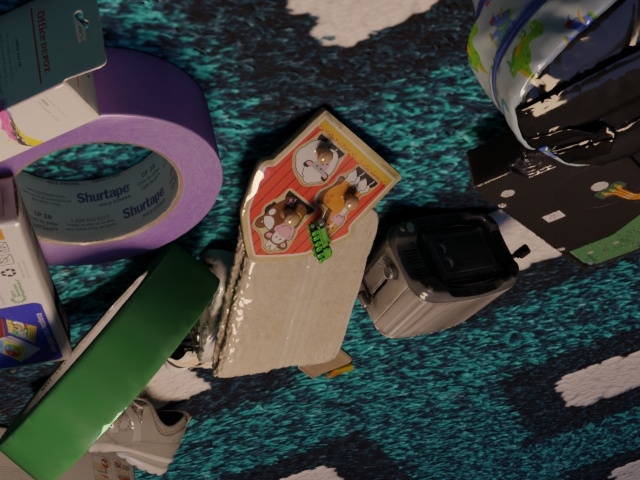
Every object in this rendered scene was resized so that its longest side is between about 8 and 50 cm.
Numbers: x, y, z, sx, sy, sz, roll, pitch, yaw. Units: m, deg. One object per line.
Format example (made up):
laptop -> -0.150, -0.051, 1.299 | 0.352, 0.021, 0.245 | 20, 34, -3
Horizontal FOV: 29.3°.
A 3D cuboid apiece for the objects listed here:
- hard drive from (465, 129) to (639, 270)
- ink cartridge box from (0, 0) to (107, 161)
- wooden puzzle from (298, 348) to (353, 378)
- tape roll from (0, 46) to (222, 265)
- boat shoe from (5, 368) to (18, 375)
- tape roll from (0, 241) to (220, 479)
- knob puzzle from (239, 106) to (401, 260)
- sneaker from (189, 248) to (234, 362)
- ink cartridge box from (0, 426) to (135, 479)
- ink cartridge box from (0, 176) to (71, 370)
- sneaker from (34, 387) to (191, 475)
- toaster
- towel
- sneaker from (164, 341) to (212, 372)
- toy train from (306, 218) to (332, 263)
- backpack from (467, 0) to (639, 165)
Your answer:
hard drive -> 0.364, -0.075, 1.535 | 0.237, 0.064, 0.339 | -24, 148, 28
ink cartridge box -> -0.277, -0.150, 1.136 | 0.198, 0.115, 0.067 | -22, 148, 12
wooden puzzle -> 0.007, 0.192, 1.941 | 0.079, 0.014, 0.116 | -24, 149, 6
tape roll -> -0.245, -0.081, 1.293 | 0.275, 0.090, 0.274 | -12, 150, -7
boat shoe -> -0.443, 0.104, 1.501 | 0.079, 0.095, 0.254 | -59, 152, -5
tape roll -> -0.253, 0.144, 1.467 | 0.077, 0.321, 0.321 | 41, 129, -8
knob puzzle -> -0.012, -0.042, 1.439 | 0.213, 0.030, 0.213 | -19, 135, -20
sneaker -> -0.113, 0.093, 1.649 | 0.115, 0.090, 0.232 | -6, 150, -22
ink cartridge box -> -0.500, 0.428, 1.989 | 0.272, 0.130, 0.309 | -32, 146, 29
ink cartridge box -> -0.443, 0.063, 1.298 | 0.307, 0.072, 0.303 | -8, 150, -5
sneaker -> -0.315, 0.260, 1.858 | 0.115, 0.105, 0.281 | -56, 138, 1
toaster -> 0.157, 0.047, 1.648 | 0.227, 0.129, 0.146 | -10, 156, -35
towel -> -0.035, 0.054, 1.564 | 0.187, 0.049, 0.282 | -5, 128, -30
sneaker -> -0.177, 0.165, 1.784 | 0.109, 0.040, 0.043 | -14, 148, -2
toy train -> 0.000, 0.000, 1.462 | 0.024, 0.017, 0.083 | -34, 151, -12
backpack -> 0.314, -0.228, 1.176 | 0.290, 0.273, 0.355 | 21, 113, -49
